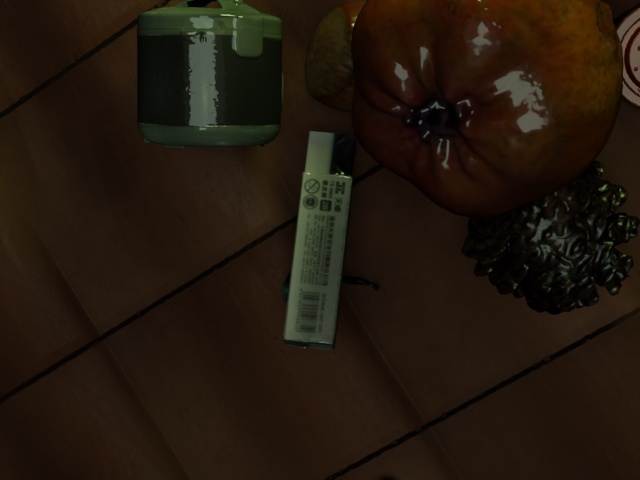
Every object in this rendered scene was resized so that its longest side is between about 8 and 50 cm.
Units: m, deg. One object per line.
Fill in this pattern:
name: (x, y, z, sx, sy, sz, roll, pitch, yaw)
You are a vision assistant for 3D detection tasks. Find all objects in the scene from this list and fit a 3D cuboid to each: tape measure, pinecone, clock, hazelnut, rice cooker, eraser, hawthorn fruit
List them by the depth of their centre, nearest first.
hawthorn fruit: (0.289, -0.277, 1.604, 0.471, 0.472, 0.472, 1, 99, 8)
pinecone: (0.432, -0.011, 1.775, 0.296, 0.242, 0.298, 42, 111, 2)
clock: (0.630, -0.337, 1.793, 0.205, 0.051, 0.205, 1, 98, 8)
rice cooker: (-0.205, -0.312, 1.811, 0.288, 0.288, 0.277, 2, 98, 8)
hazelnut: (0.073, -0.340, 1.818, 0.214, 0.176, 0.214, -8, 131, -10)
eraser: (0.000, 0.000, 1.833, 0.098, 0.096, 0.404, 6, 74, 4)
tape measure: (0.018, 0.102, 1.925, 0.179, 0.104, 0.107, 22, 113, 1)

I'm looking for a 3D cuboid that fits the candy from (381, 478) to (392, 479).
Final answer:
candy: (0.206, 0.511, 1.994, 0.202, 0.061, 0.061, -5, 98, 1)
